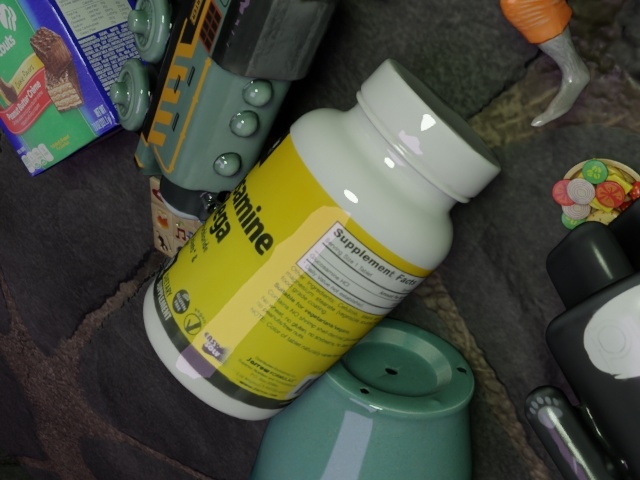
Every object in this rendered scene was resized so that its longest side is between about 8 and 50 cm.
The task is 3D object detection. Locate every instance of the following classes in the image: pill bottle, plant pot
[{"bbox_3d":[0.000,0.000,0.710,0.188,0.188,0.334,46,109,6],"label":"pill bottle"},{"bbox_3d":[0.055,0.238,0.867,0.271,0.271,0.255,25,118,27],"label":"plant pot"}]

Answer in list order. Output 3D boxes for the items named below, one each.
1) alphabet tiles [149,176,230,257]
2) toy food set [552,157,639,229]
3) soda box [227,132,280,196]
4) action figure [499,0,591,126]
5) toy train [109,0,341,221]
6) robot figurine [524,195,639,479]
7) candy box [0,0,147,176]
[{"bbox_3d":[-0.128,0.015,0.948,0.237,0.009,0.198,29,135,25],"label":"alphabet tiles"},{"bbox_3d":[0.248,-0.034,0.664,0.082,0.020,0.083,40,138,13],"label":"toy food set"},{"bbox_3d":[-0.085,-0.046,0.920,0.058,0.061,0.181,34,136,19],"label":"soda box"},{"bbox_3d":[0.139,-0.257,0.546,0.330,0.178,0.341,61,168,-2],"label":"action figure"},{"bbox_3d":[-0.102,-0.173,0.729,0.334,0.142,0.190,-59,45,38],"label":"toy train"},{"bbox_3d":[0.284,0.105,0.573,0.209,0.173,0.278,-37,72,31],"label":"robot figurine"},{"bbox_3d":[-0.357,-0.270,0.955,0.268,0.122,0.317,-15,107,47],"label":"candy box"}]
